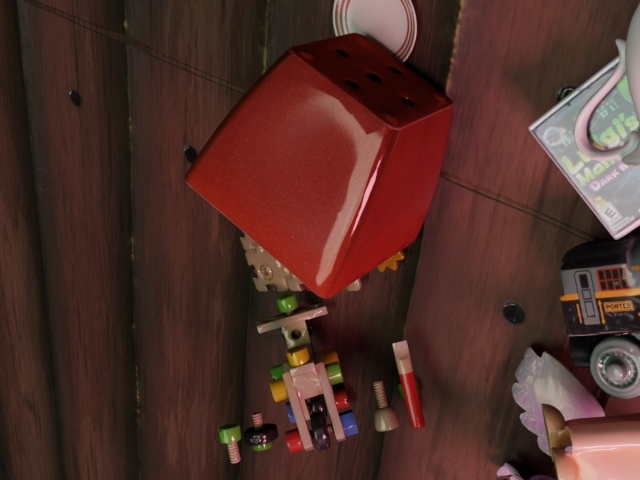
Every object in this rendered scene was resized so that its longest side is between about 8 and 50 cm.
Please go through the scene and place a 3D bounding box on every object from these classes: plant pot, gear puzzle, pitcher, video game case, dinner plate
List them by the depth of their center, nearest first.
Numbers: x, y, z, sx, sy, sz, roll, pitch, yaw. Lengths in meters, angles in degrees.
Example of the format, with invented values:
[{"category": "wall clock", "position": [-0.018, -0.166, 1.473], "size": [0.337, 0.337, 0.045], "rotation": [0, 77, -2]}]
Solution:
[{"category": "pitcher", "position": [0.360, -0.170, 0.904], "size": [0.178, 0.125, 0.207], "rotation": [16, 119, 34]}, {"category": "video game case", "position": [0.367, -0.122, 0.985], "size": [0.190, 0.022, 0.173], "rotation": [-40, 83, 29]}, {"category": "plant pot", "position": [0.026, -0.127, 1.163], "size": [0.267, 0.267, 0.235], "rotation": [40, 126, 15]}, {"category": "dinner plate", "position": [0.077, -0.305, 1.190], "size": [0.141, 0.017, 0.141], "rotation": [22, 126, 33]}, {"category": "gear puzzle", "position": [0.000, 0.000, 1.410], "size": [0.339, 0.044, 0.175], "rotation": [-3, 110, 41]}]

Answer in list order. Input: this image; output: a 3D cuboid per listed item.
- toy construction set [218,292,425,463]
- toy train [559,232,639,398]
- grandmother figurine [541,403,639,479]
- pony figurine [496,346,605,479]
[{"category": "toy construction set", "position": [0.008, 0.202, 1.406], "size": [0.309, 0.257, 0.237], "rotation": [-11, 92, 24]}, {"category": "toy train", "position": [0.437, 0.079, 0.994], "size": [0.334, 0.142, 0.190], "rotation": [-10, 95, 44]}, {"category": "grandmother figurine", "position": [0.444, 0.234, 0.991], "size": [0.343, 0.207, 0.104], "rotation": [-11, 136, 10]}, {"category": "pony figurine", "position": [0.324, 0.363, 1.137], "size": [0.351, 0.364, 0.302], "rotation": [34, 140, 45]}]
